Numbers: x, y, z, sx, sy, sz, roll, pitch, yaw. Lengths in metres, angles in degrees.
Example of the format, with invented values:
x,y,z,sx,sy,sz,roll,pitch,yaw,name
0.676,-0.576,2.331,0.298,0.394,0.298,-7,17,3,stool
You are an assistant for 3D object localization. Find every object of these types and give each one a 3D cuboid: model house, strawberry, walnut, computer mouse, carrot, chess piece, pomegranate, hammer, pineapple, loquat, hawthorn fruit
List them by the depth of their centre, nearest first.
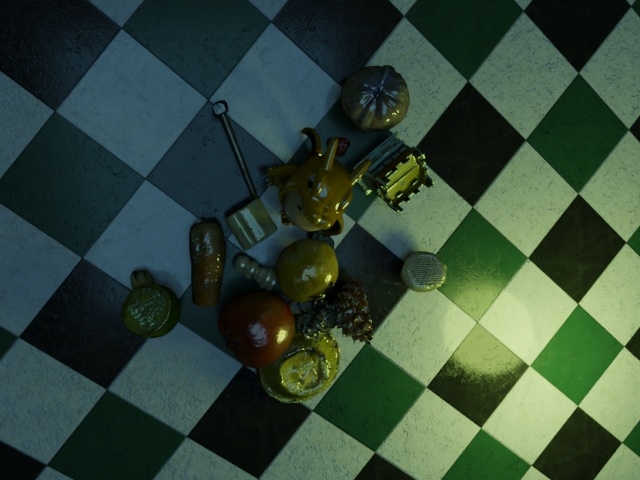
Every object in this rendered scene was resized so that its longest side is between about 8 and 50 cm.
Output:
x,y,z,sx,sy,sz,roll,pitch,yaw,name
-0.602,0.235,1.766,0.241,0.159,0.189,35,81,11,pomegranate
-0.295,-0.315,1.777,0.044,0.111,0.365,-19,110,0,hammer
0.192,-0.498,1.782,0.249,0.248,0.248,-2,100,-13,walnut
-0.402,0.079,1.794,0.139,0.138,0.301,-3,106,-13,carrot
-0.046,0.114,1.801,0.244,0.244,0.243,-2,100,-13,loquat
-0.204,0.299,1.807,0.298,0.277,0.276,-35,106,-21,hawthorn fruit
0.265,-0.251,1.847,0.224,0.215,0.198,-41,137,-3,model house
-0.243,0.117,1.857,0.171,0.094,0.094,27,92,-12,chess piece
0.067,-0.352,1.861,0.083,0.073,0.073,25,93,-3,strawberry
0.034,0.284,1.878,0.272,0.262,0.262,-10,101,-8,pineapple
0.000,0.000,1.913,0.079,0.047,0.135,-30,93,-18,computer mouse

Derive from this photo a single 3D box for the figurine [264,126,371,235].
x,y,z,sx,sy,sz,roll,pitch,yaw,name
-0.033,-0.197,1.704,0.268,0.387,0.400,-8,96,-26,figurine

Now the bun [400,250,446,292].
x,y,z,sx,sy,sz,roll,pitch,yaw,name
0.407,0.128,1.995,0.173,0.113,0.166,32,86,7,bun

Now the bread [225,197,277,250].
x,y,z,sx,sy,sz,roll,pitch,yaw,name
-0.249,-0.059,1.801,0.148,0.134,0.141,-33,101,-18,bread

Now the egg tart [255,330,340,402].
x,y,z,sx,sy,sz,roll,pitch,yaw,name
-0.077,0.486,1.936,0.346,0.132,0.345,-3,102,-13,egg tart
